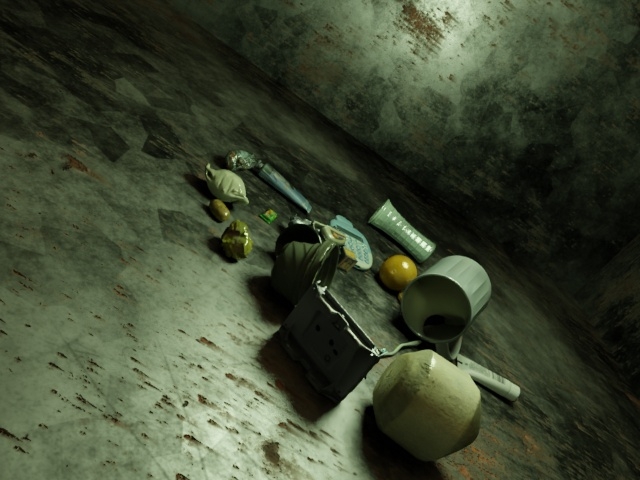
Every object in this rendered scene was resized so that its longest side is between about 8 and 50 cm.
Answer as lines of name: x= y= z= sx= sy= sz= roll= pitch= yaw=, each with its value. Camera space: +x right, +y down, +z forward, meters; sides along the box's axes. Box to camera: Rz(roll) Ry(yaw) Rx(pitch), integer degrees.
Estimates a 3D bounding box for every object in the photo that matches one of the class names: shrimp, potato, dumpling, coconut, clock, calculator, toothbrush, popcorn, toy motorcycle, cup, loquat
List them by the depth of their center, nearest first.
clock: x=0.014 y=0.242 z=1.354 sx=0.253 sy=0.186 sz=0.083 roll=48 pitch=29 yaw=23
coconut: x=0.268 y=0.404 z=1.369 sx=0.266 sy=0.237 sz=0.237 roll=34 pitch=22 yaw=1
popcorn: x=-0.232 y=0.004 z=1.575 sx=0.109 sy=0.089 sz=0.097 roll=60 pitch=-6 yaw=24
potato: x=-0.305 y=-0.091 z=1.695 sx=0.051 sy=0.040 sz=0.083 roll=-16 pitch=60 yaw=-36
toothbrush: x=0.254 y=0.335 z=1.752 sx=0.263 sy=0.022 sz=0.026 roll=4 pitch=52 yaw=-54
dumpling: x=-0.301 y=-0.166 z=1.805 sx=0.169 sy=0.100 sz=0.134 roll=19 pitch=-14 yaw=-3
toy motorcycle: x=0.000 y=0.000 z=1.922 sx=0.263 sy=0.091 sz=0.157 roll=24 pitch=31 yaw=-36
cup: x=0.444 y=0.231 z=1.931 sx=0.327 sy=0.237 sz=0.323 roll=-18 pitch=102 yaw=-61
loquat: x=0.284 y=0.120 z=2.069 sx=0.141 sy=0.141 sz=0.141 roll=32 pitch=23 yaw=-15
shrimp: x=-0.279 y=-0.295 z=2.079 sx=0.090 sy=0.079 sz=0.233 roll=5 pitch=10 yaw=23
calculator: x=0.111 y=0.005 z=2.143 sx=0.188 sy=0.042 sz=0.302 roll=26 pitch=26 yaw=-25

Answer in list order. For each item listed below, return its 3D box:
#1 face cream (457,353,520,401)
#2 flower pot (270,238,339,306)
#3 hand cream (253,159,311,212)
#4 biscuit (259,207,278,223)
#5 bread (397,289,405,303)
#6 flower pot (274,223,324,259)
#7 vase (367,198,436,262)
face cream: x=0.572 y=0.473 z=1.934 sx=0.244 sy=0.058 sz=0.092 roll=30 pitch=29 yaw=-5
flower pot: x=-0.050 y=0.091 z=1.554 sx=0.140 sy=0.235 sz=0.235 roll=19 pitch=19 yaw=12
hand cream: x=-0.139 y=-0.205 z=2.156 sx=0.271 sy=0.058 sz=0.091 roll=40 pitch=15 yaw=-7
biscuit: x=-0.173 y=-0.084 z=1.914 sx=0.046 sy=0.016 sz=0.089 roll=38 pitch=22 yaw=1
bread: x=0.324 y=0.225 z=2.042 sx=0.083 sy=0.044 sz=0.110 roll=19 pitch=28 yaw=-33
flower pot: x=-0.047 y=0.035 z=1.722 sx=0.157 sy=0.157 sz=0.107 roll=49 pitch=12 yaw=24
vase: x=0.365 y=-0.035 z=2.494 sx=0.299 sy=0.143 sz=0.143 roll=42 pitch=22 yaw=-2
